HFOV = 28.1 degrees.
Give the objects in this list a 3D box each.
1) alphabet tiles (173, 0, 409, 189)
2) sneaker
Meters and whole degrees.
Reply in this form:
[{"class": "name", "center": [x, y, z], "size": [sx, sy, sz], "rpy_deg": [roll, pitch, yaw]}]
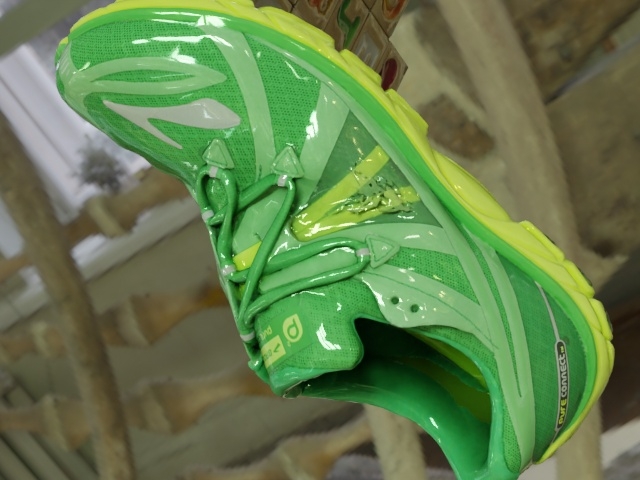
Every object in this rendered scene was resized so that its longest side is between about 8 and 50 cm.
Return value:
[{"class": "alphabet tiles", "center": [-0.015, -0.143, 1.062], "size": [0.011, 0.342, 0.285], "rpy_deg": [22, 81, 26]}, {"class": "sneaker", "center": [0.000, 0.000, 0.568], "size": [0.123, 0.296, 0.109], "rpy_deg": [-54, 2, -34]}]
